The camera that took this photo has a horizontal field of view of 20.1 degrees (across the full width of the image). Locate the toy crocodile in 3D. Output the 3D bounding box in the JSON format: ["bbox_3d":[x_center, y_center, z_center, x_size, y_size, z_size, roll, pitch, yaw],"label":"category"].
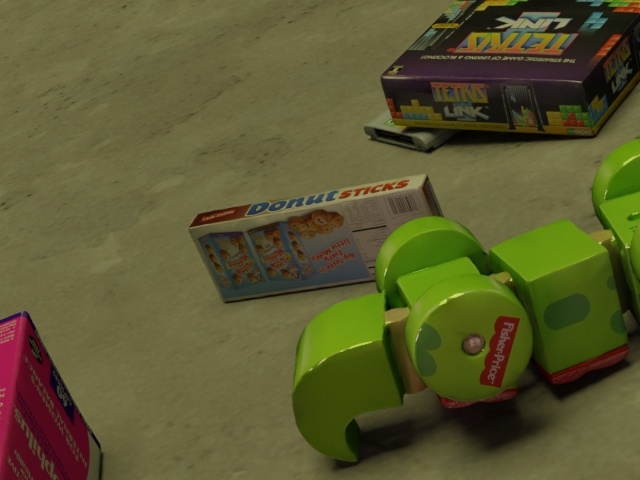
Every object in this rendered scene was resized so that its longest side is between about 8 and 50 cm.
[{"bbox_3d":[0.141,0.029,1.002,0.340,0.105,0.115,-20,24,-3],"label":"toy crocodile"}]

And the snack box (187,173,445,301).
[{"bbox_3d":[0.000,0.000,1.205,0.178,0.064,0.022,-9,30,28],"label":"snack box"}]

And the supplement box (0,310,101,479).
[{"bbox_3d":[-0.199,0.151,1.021,0.114,0.111,0.220,-21,25,7],"label":"supplement box"}]

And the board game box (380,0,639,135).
[{"bbox_3d":[0.152,-0.136,1.342,0.170,0.048,0.141,5,35,35],"label":"board game box"}]

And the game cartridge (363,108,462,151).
[{"bbox_3d":[0.077,-0.092,1.383,0.056,0.017,0.083,-31,26,-24],"label":"game cartridge"}]
